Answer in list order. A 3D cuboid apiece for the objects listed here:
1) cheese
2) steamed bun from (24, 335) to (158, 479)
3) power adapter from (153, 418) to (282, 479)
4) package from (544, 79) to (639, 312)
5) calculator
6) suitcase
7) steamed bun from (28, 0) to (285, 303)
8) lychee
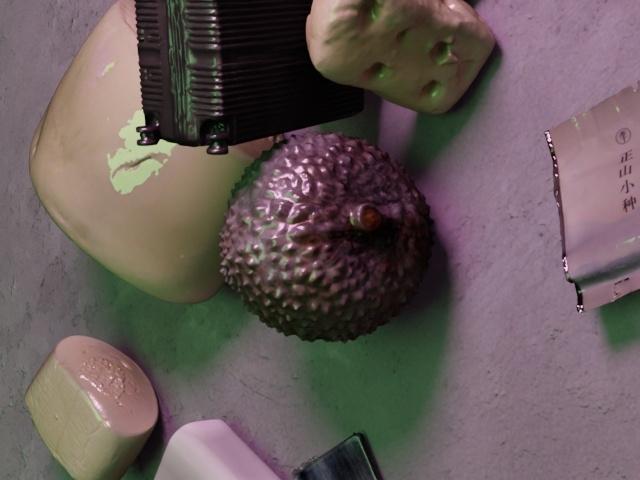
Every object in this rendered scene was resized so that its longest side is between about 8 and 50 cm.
[{"bbox_3d":[0.099,-0.253,1.270,0.159,0.263,0.093,-55,42,23],"label":"cheese"},{"bbox_3d":[-0.401,0.302,1.791,0.250,0.155,0.200,48,123,26],"label":"steamed bun"},{"bbox_3d":[-0.144,0.426,1.562,0.255,0.124,0.187,38,114,39],"label":"power adapter"},{"bbox_3d":[0.364,-0.056,1.158,0.204,0.062,0.250,-26,57,40],"label":"package"},{"bbox_3d":[0.056,0.423,1.445,0.161,0.021,0.261,-39,63,35],"label":"calculator"},{"bbox_3d":[-0.080,-0.248,1.291,0.152,0.335,0.229,10,110,35],"label":"suitcase"},{"bbox_3d":[-0.271,-0.156,1.596,0.456,0.290,0.371,51,120,32],"label":"steamed bun"},{"bbox_3d":[-0.002,-0.005,1.329,0.300,0.300,0.299,-3,86,43],"label":"lychee"}]
